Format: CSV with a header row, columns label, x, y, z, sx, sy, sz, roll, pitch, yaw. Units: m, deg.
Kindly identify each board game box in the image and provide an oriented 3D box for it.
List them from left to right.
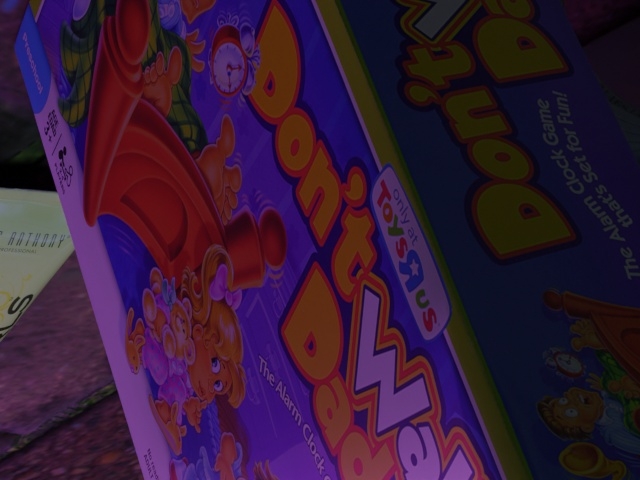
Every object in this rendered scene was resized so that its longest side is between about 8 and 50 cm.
label,x,y,z,sx,sy,sz,roll,pitch,yaw
board game box,0.000,0.000,0.568,0.078,0.347,0.233,-6,150,-28

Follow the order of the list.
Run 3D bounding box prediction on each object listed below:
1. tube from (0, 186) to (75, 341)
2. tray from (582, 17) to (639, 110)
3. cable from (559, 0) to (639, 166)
label,x,y,z,sx,sy,sz,roll,pitch,yaw
tube,-0.198,0.048,0.857,0.240,0.062,0.070,-48,-175,36
tray,0.174,-0.040,0.761,0.145,0.270,0.030,-28,116,13
cable,0.110,-0.088,0.599,0.257,0.257,0.089,6,-164,38
